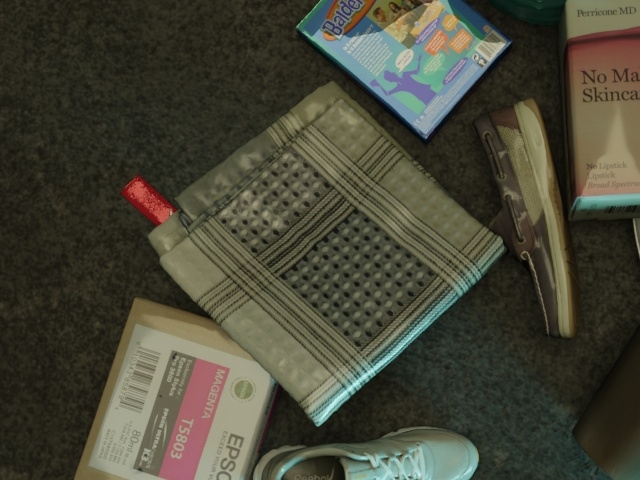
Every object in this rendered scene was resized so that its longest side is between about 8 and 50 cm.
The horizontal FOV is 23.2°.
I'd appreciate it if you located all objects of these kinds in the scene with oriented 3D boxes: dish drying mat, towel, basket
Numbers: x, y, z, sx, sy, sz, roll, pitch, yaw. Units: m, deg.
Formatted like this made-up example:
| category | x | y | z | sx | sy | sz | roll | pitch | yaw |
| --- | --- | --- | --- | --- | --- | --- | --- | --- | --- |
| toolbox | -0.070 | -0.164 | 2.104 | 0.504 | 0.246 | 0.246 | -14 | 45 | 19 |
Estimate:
| category | x | y | z | sx | sy | sz | roll | pitch | yaw |
| --- | --- | --- | --- | --- | --- | --- | --- | --- | --- |
| dish drying mat | -0.204 | -0.042 | 1.896 | 0.083 | 0.008 | 0.032 | 42 | 89 | 8 |
| towel | 0.000 | 0.000 | 1.794 | 0.312 | 0.056 | 0.324 | -41 | 68 | -11 |
| basket | 0.404 | 0.175 | 1.739 | 0.204 | 0.154 | 0.227 | 41 | 100 | 9 |

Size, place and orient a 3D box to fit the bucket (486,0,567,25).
| category | x | y | z | sx | sy | sz | roll | pitch | yaw |
| --- | --- | --- | --- | --- | --- | --- | --- | --- | --- |
| bucket | 0.275 | -0.389 | 1.810 | 0.281 | 0.183 | 0.281 | -1 | 83 | 4 |

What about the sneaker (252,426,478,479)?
| category | x | y | z | sx | sy | sz | roll | pitch | yaw |
| --- | --- | --- | --- | --- | --- | --- | --- | --- | --- |
| sneaker | 0.059 | 0.268 | 1.769 | 0.262 | 0.121 | 0.099 | -8 | 83 | -9 |

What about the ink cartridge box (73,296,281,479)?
| category | x | y | z | sx | sy | sz | roll | pitch | yaw |
| --- | --- | --- | --- | --- | --- | --- | --- | --- | --- |
| ink cartridge box | -0.159 | 0.205 | 1.824 | 0.193 | 0.088 | 0.235 | 16 | 84 | 7 |

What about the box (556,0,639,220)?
| category | x | y | z | sx | sy | sz | roll | pitch | yaw |
| --- | --- | --- | --- | --- | --- | --- | --- | --- | --- |
| box | 0.350 | -0.147 | 1.754 | 0.148 | 0.127 | 0.232 | -3 | 78 | 4 |

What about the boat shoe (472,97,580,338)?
| category | x | y | z | sx | sy | sz | roll | pitch | yaw |
| --- | --- | --- | --- | --- | --- | --- | --- | --- | --- |
| boat shoe | 0.240 | -0.021 | 1.816 | 0.092 | 0.103 | 0.285 | -12 | 83 | 13 |

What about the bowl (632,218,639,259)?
| category | x | y | z | sx | sy | sz | roll | pitch | yaw |
| --- | --- | --- | --- | --- | --- | --- | --- | --- | --- |
| bowl | 0.434 | -0.024 | 1.819 | 0.142 | 0.053 | 0.142 | -7 | 82 | 4 |

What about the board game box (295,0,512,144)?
| category | x | y | z | sx | sy | sz | roll | pitch | yaw |
| --- | --- | --- | --- | --- | --- | --- | --- | --- | --- |
| board game box | 0.101 | -0.244 | 1.875 | 0.210 | 0.047 | 0.160 | 42 | 89 | 7 |
